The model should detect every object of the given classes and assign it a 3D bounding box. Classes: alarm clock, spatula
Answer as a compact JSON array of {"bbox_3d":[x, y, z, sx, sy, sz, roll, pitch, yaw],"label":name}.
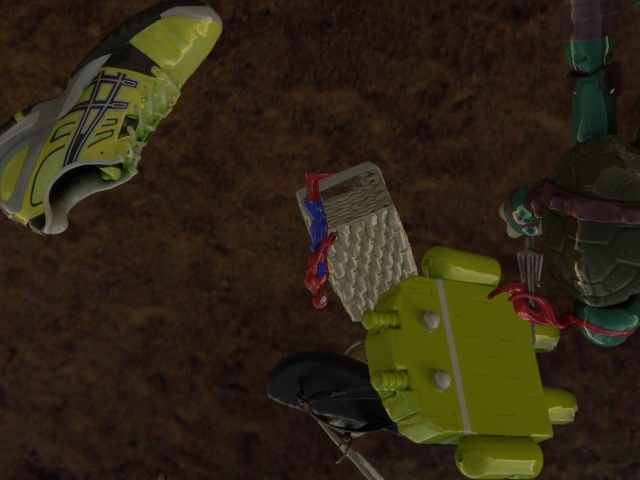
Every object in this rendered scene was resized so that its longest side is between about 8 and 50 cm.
[{"bbox_3d":[0.050,0.213,1.289,0.064,0.192,0.129,34,138,-13],"label":"alarm clock"},{"bbox_3d":[0.089,0.355,1.406,0.019,0.242,0.168,-42,127,-7],"label":"spatula"}]

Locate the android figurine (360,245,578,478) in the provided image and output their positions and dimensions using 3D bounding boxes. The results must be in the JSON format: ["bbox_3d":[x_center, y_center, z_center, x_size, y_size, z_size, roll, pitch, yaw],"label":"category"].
[{"bbox_3d":[0.153,0.124,1.007,0.273,0.248,0.056,12,149,-34],"label":"android figurine"}]

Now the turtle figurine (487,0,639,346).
[{"bbox_3d":[0.182,-0.026,0.567,0.175,0.118,0.234,11,108,25],"label":"turtle figurine"}]

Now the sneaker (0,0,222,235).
[{"bbox_3d":[-0.265,-0.157,1.278,0.385,0.147,0.145,-43,159,-2],"label":"sneaker"}]

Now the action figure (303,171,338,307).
[{"bbox_3d":[0.000,0.000,0.819,0.030,0.038,0.115,4,95,8],"label":"action figure"}]

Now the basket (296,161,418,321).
[{"bbox_3d":[0.052,0.006,1.229,0.113,0.103,0.167,-22,125,0],"label":"basket"}]

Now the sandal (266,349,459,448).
[{"bbox_3d":[0.054,0.197,1.171,0.254,0.054,0.097,12,129,10],"label":"sandal"}]

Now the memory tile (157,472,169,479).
[{"bbox_3d":[-0.171,0.309,1.004,0.012,0.113,0.148,6,151,-12],"label":"memory tile"}]
